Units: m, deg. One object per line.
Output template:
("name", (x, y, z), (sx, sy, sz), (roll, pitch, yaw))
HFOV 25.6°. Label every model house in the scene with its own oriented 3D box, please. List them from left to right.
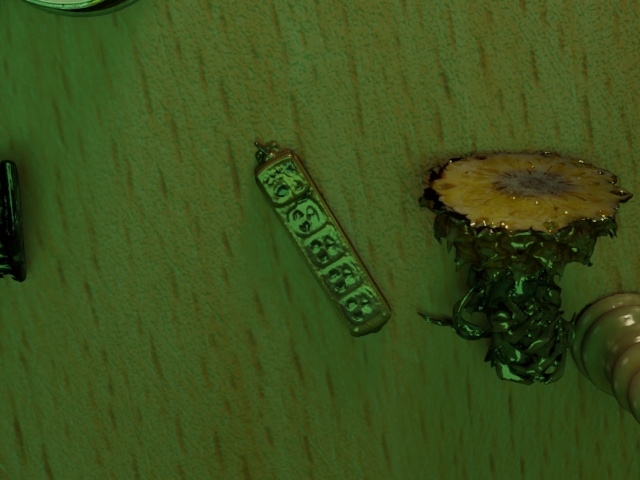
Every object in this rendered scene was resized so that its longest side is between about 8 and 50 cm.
("model house", (-0.441, -0.021, 1.740), (0.152, 0.106, 0.165), (-2, 100, -6))

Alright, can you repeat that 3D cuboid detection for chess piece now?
("chess piece", (0.415, 0.170, 1.779), (0.142, 0.261, 0.143), (-1, 107, -4))

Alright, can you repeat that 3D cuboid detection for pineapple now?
("pineapple", (0.248, 0.054, 1.774), (0.262, 0.262, 0.272), (-3, 117, -4))

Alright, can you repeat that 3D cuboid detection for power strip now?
("power strip", (0.000, 0.000, 1.813), (0.064, 0.044, 0.305), (-30, 104, 4))

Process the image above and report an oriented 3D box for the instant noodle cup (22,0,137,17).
("instant noodle cup", (-0.291, -0.374, 1.614), (0.264, 0.200, 0.264), (-1, 106, -4))
